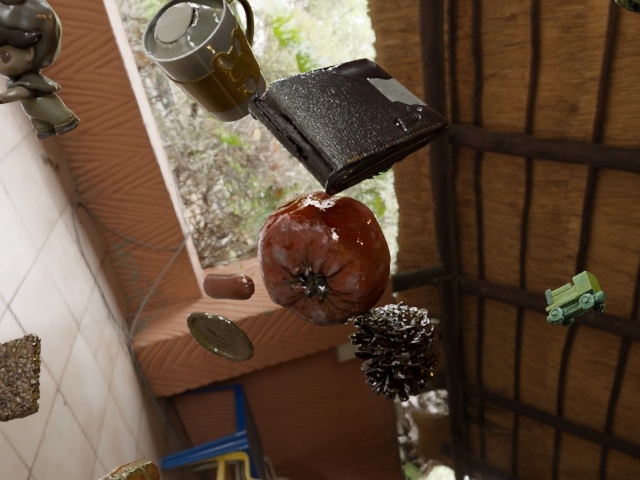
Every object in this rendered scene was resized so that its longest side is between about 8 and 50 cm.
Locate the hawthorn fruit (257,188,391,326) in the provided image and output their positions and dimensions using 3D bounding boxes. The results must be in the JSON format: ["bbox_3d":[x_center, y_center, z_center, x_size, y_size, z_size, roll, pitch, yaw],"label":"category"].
[{"bbox_3d":[0.014,0.014,0.937,0.272,0.241,0.242,-69,151,-60],"label":"hawthorn fruit"}]

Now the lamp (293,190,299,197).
[{"bbox_3d":[0.003,0.000,1.212,0.246,0.107,0.179,71,-9,-48],"label":"lamp"}]

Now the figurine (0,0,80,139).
[{"bbox_3d":[-0.720,-0.445,1.264,0.248,0.203,0.381,10,-59,47],"label":"figurine"}]

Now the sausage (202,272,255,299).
[{"bbox_3d":[-0.255,0.125,1.414,0.194,0.077,0.077,-4,-74,41],"label":"sausage"}]

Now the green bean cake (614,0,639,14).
[{"bbox_3d":[0.400,-0.344,0.575,0.113,0.214,0.200,97,-16,-51],"label":"green bean cake"}]

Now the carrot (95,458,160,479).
[{"bbox_3d":[-0.470,0.594,1.168,0.302,0.138,0.139,80,-6,-81],"label":"carrot"}]

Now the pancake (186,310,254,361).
[{"bbox_3d":[-0.260,0.250,1.333,0.199,0.199,0.021,81,28,-42],"label":"pancake"}]

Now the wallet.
[{"bbox_3d":[0.049,-0.202,0.837,0.221,0.262,0.071,46,-30,28],"label":"wallet"}]

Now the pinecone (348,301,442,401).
[{"bbox_3d":[0.136,0.206,0.919,0.163,0.162,0.165,-131,-147,-75],"label":"pinecone"}]

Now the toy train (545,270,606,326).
[{"bbox_3d":[0.487,0.116,0.993,0.122,0.050,0.081,-41,-142,41],"label":"toy train"}]

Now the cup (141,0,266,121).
[{"bbox_3d":[-0.207,-0.387,1.047,0.185,0.241,0.226,26,-14,31],"label":"cup"}]

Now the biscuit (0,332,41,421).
[{"bbox_3d":[-0.525,0.224,0.756,0.025,0.230,0.131,75,-4,-57],"label":"biscuit"}]
